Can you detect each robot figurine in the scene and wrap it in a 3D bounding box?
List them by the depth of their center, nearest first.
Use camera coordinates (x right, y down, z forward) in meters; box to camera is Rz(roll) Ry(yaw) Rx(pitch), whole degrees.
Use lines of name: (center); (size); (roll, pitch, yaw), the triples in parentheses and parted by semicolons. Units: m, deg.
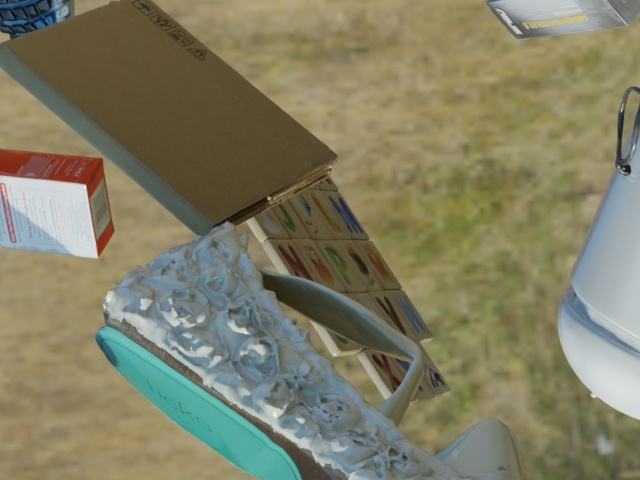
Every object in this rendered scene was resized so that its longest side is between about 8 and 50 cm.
robot figurine: (0.338, 0.019, 1.781); (0.300, 0.199, 0.353); (-111, 38, -67)

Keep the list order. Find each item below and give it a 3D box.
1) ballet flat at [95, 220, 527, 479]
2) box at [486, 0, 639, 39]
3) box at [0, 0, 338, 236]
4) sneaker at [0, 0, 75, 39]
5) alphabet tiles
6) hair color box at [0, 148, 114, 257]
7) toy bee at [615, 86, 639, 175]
ballet flat: (0.034, 0.123, 1.160); (0.409, 0.147, 0.147); (40, 137, 25)
box: (0.286, -0.297, 1.884); (0.231, 0.056, 0.183); (-53, 23, -18)
box: (-0.105, -0.091, 1.374); (0.201, 0.164, 0.021); (40, 125, 14)
sneaker: (-0.224, -0.234, 1.443); (0.083, 0.071, 0.191); (-67, -39, -57)
alphabet tiles: (0.000, 0.000, 1.766); (0.342, 0.011, 0.285); (57, -164, 11)
hair color box: (-0.299, -0.041, 1.996); (0.053, 0.167, 0.093); (-66, -23, -51)
toy bee: (0.320, -0.046, 1.433); (0.298, 0.162, 0.195); (-85, 5, -48)
